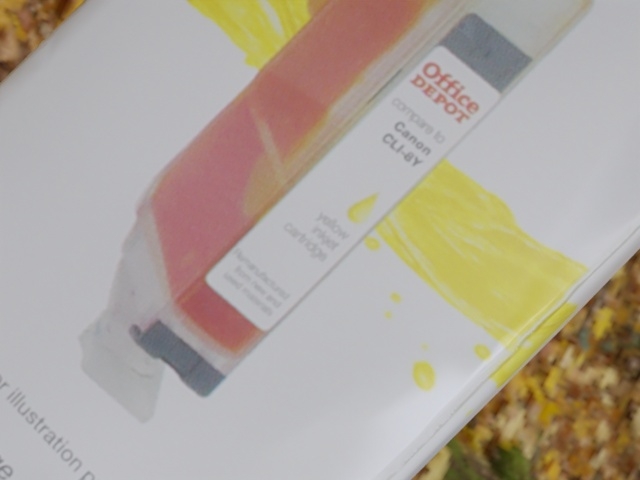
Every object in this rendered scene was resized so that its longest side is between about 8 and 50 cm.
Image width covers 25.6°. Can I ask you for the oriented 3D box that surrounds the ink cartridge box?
[{"bbox_3d":[0.000,0.000,0.497,0.384,0.160,0.279,-44,172,-1],"label":"ink cartridge box"}]
